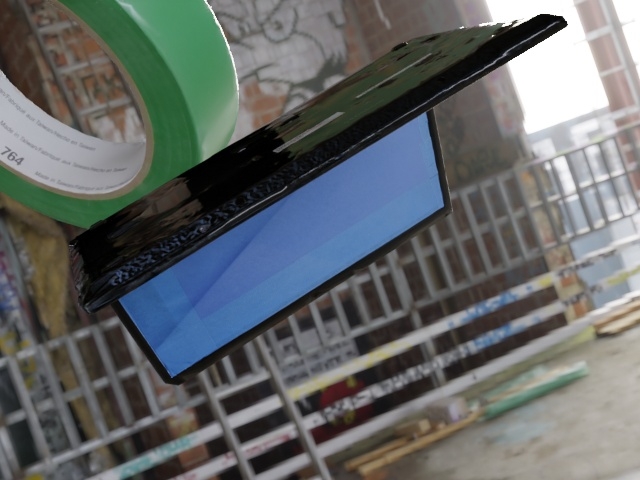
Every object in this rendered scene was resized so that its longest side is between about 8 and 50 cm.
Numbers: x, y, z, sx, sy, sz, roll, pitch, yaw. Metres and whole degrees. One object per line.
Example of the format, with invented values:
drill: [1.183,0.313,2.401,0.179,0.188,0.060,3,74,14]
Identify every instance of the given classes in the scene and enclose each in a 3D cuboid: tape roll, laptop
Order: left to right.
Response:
tape roll: [-0.228,-0.147,0.834,0.321,0.321,0.077,-18,32,43]
laptop: [0.000,0.000,0.531,0.234,0.136,0.264,-32,15,-10]
